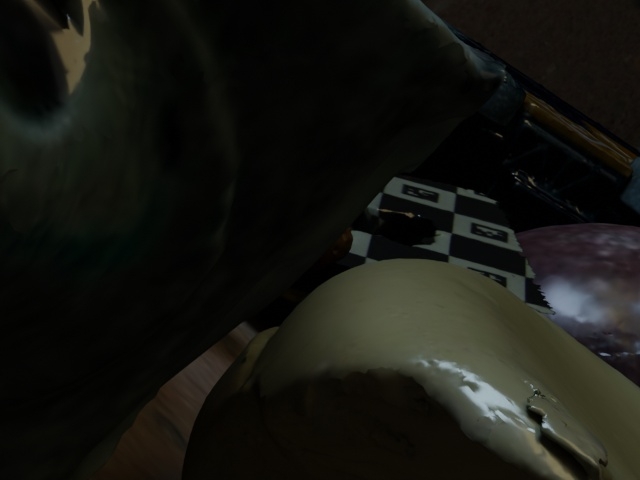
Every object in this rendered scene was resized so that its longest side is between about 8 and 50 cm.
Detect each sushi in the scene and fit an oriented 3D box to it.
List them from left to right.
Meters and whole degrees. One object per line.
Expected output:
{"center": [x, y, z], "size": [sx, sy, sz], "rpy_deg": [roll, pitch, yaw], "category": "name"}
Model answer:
{"center": [0.000, 0.000, 1.025], "size": [0.210, 0.040, 0.192], "rpy_deg": [13, 17, -8], "category": "sushi"}

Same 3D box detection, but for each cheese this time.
{"center": [0.078, 0.119, 0.602], "size": [0.266, 0.127, 0.233], "rpy_deg": [43, 7, 1], "category": "cheese"}

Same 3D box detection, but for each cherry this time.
{"center": [0.169, 0.087, 1.098], "size": [0.266, 0.183, 0.213], "rpy_deg": [17, 8, -28], "category": "cherry"}

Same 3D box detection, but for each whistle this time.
{"center": [-0.061, -0.036, 0.535], "size": [0.188, 0.168, 0.405], "rpy_deg": [46, 7, 18], "category": "whistle"}

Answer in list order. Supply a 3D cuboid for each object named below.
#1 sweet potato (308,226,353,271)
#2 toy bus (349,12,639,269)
{"center": [-0.113, -0.084, 0.776], "size": [0.359, 0.112, 0.112], "rpy_deg": [40, 8, -49], "category": "sweet potato"}
{"center": [0.085, -0.042, 1.249], "size": [0.323, 0.162, 0.194], "rpy_deg": [31, 13, -24], "category": "toy bus"}
